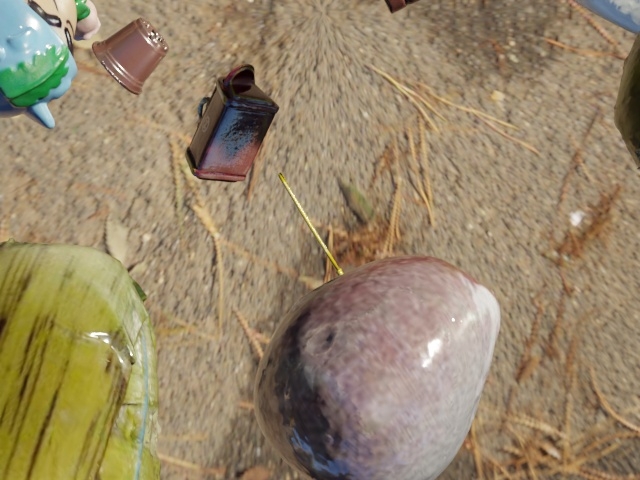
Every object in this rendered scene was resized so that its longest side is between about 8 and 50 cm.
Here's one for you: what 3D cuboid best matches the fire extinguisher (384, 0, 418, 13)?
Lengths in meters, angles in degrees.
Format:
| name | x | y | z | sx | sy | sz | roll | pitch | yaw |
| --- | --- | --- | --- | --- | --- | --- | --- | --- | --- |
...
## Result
| name | x | y | z | sx | sy | sz | roll | pitch | yaw |
| --- | --- | --- | --- | --- | --- | --- | --- | --- | --- |
| fire extinguisher | 0.176 | -0.324 | 1.131 | 0.269 | 0.105 | 0.105 | -24 | 100 | 9 |

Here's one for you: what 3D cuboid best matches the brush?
| name | x | y | z | sx | sy | sz | roll | pitch | yaw |
| --- | --- | --- | --- | --- | --- | --- | --- | --- | --- |
| brush | 0.000 | 0.000 | 1.555 | 0.010 | 0.082 | 0.218 | -31 | 90 | 0 |

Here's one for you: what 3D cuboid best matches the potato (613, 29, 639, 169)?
| name | x | y | z | sx | sy | sz | roll | pitch | yaw |
| --- | --- | --- | --- | --- | --- | --- | --- | --- | --- |
| potato | 0.343 | -0.159 | 1.005 | 0.113 | 0.149 | 0.251 | 45 | 71 | -32 |

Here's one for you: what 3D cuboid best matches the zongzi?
| name | x | y | z | sx | sy | sz | roll | pitch | yaw |
| --- | --- | --- | --- | --- | --- | --- | --- | --- | --- |
| zongzi | -0.172 | 0.128 | 0.471 | 0.160 | 0.360 | 0.323 | 3 | 74 | 6 |

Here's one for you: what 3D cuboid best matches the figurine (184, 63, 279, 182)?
| name | x | y | z | sx | sy | sz | roll | pitch | yaw |
| --- | --- | --- | --- | --- | --- | --- | --- | --- | --- |
| figurine | -0.120 | -0.160 | 1.442 | 0.082 | 0.098 | 0.154 | 6 | 121 | -38 |

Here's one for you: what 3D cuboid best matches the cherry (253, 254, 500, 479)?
| name | x | y | z | sx | sy | sz | roll | pitch | yaw |
| --- | --- | --- | --- | --- | --- | --- | --- | --- | --- |
| cherry | 0.035 | 0.086 | 0.724 | 0.140 | 0.176 | 0.176 | 30 | 100 | 8 |

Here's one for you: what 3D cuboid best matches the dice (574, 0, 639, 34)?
| name | x | y | z | sx | sy | sz | roll | pitch | yaw |
| --- | --- | --- | --- | --- | --- | --- | --- | --- | --- |
| dice | 0.526 | -0.467 | 1.651 | 0.304 | 0.277 | 0.304 | 25 | 116 | 2 |

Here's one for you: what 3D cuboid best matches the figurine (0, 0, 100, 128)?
| name | x | y | z | sx | sy | sz | roll | pitch | yaw |
| --- | --- | --- | --- | --- | --- | --- | --- | --- | --- |
| figurine | -0.238 | -0.166 | 0.828 | 0.144 | 0.178 | 0.114 | -44 | 141 | -26 |

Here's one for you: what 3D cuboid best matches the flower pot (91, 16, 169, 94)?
| name | x | y | z | sx | sy | sz | roll | pitch | yaw |
| --- | --- | --- | --- | --- | --- | --- | --- | --- | --- |
| flower pot | -0.295 | -0.302 | 1.798 | 0.089 | 0.111 | 0.111 | -39 | 99 | 11 |
